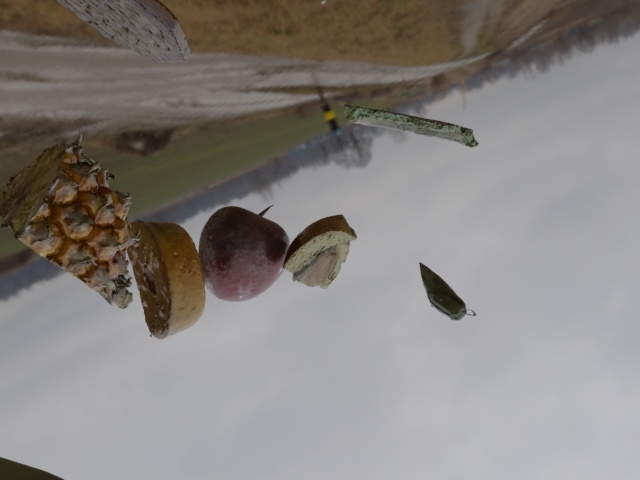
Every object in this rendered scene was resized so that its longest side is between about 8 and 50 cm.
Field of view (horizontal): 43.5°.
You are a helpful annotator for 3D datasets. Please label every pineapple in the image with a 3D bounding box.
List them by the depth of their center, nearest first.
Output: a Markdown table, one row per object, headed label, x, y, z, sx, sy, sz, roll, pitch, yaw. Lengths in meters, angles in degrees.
| label | x | y | z | sx | sy | sz | roll | pitch | yaw |
| --- | --- | --- | --- | --- | --- | --- | --- | --- | --- |
| pineapple | -0.389 | -0.034 | 1.411 | 0.209 | 0.286 | 0.344 | -52 | -148 | -7 |

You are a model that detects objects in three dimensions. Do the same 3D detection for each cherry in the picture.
| label | x | y | z | sx | sy | sz | roll | pitch | yaw |
| --- | --- | --- | --- | --- | --- | --- | --- | --- | --- |
| cherry | -0.199 | 0.021 | 2.082 | 0.285 | 0.236 | 0.213 | -58 | 167 | -10 |

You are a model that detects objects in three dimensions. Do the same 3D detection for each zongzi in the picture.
| label | x | y | z | sx | sy | sz | roll | pitch | yaw |
| --- | --- | --- | --- | --- | --- | --- | --- | --- | --- |
| zongzi | 0.287 | 0.122 | 1.844 | 0.062 | 0.130 | 0.154 | -33 | -152 | -10 |

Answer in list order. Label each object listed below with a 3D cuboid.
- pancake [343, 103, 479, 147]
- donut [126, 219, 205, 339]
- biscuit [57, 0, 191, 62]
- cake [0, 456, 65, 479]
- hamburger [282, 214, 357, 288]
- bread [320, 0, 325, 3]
| label | x | y | z | sx | sy | sz | roll | pitch | yaw |
| --- | --- | --- | --- | --- | --- | --- | --- | --- | --- |
| pancake | 0.227 | -0.277 | 1.944 | 0.376 | 0.054 | 0.197 | 7 | -171 | -17 |
| donut | -0.349 | 0.082 | 1.819 | 0.108 | 0.278 | 0.277 | -12 | 180 | -30 |
| biscuit | -0.417 | -0.470 | 1.607 | 0.046 | 0.359 | 0.359 | -63 | -165 | -9 |
| cake | -0.545 | 0.413 | 1.270 | 0.283 | 0.158 | 0.172 | 24 | 180 | 18 |
| hamburger | 0.000 | 0.000 | 1.976 | 0.208 | 0.135 | 0.155 | 121 | -20 | -47 |
| bread | 0.003 | -0.663 | 1.605 | 0.424 | 0.329 | 0.245 | 12 | -140 | 40 |
